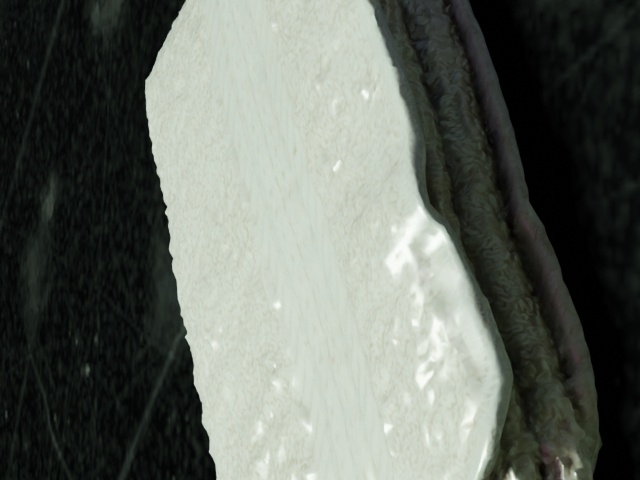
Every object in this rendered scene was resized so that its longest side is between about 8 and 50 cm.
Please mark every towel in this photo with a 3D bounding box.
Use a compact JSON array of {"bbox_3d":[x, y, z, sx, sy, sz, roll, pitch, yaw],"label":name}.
[{"bbox_3d":[0.000,0.000,0.577,0.187,0.049,0.282,-54,42,48],"label":"towel"}]
